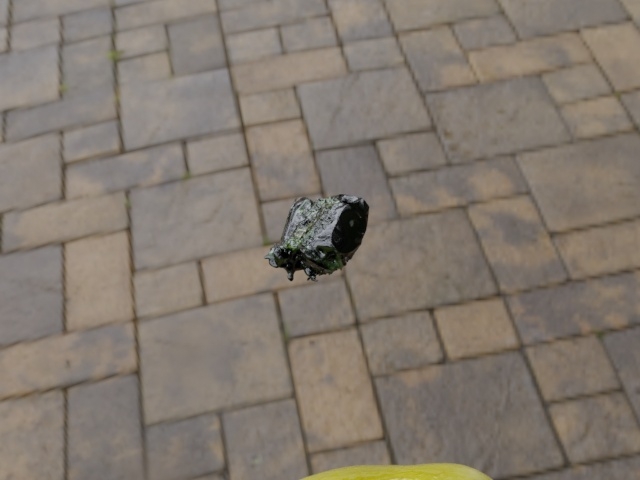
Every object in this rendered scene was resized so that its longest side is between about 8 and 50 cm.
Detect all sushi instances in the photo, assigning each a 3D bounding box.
[{"bbox_3d":[0.000,0.000,1.205,0.083,0.056,0.084,-11,35,44],"label":"sushi"}]

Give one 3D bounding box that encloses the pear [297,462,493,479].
[{"bbox_3d":[0.033,0.405,1.213,0.418,0.362,0.362,-35,40,13],"label":"pear"}]
